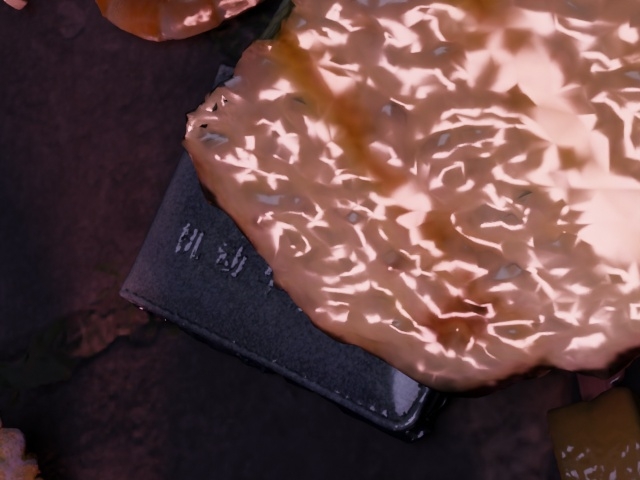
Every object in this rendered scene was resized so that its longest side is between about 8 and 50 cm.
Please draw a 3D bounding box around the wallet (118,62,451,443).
[{"bbox_3d":[-0.001,-0.001,0.679,0.222,0.036,0.167,23,87,27],"label":"wallet"}]

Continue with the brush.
[{"bbox_3d":[0.160,0.061,0.590,0.103,0.047,0.233,-19,63,19],"label":"brush"}]

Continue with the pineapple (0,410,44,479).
[{"bbox_3d":[-0.255,0.183,0.709,0.137,0.161,0.176,-35,63,54],"label":"pineapple"}]

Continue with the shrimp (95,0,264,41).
[{"bbox_3d":[-0.048,-0.227,0.744,0.254,0.059,0.145,-36,68,13],"label":"shrimp"}]

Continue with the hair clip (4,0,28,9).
[{"bbox_3d":[-0.289,-0.207,0.860,0.226,0.034,0.072,8,82,26],"label":"hair clip"}]

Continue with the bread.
[{"bbox_3d":[0.157,-0.122,0.508,0.395,0.239,0.264,-22,29,33],"label":"bread"}]
